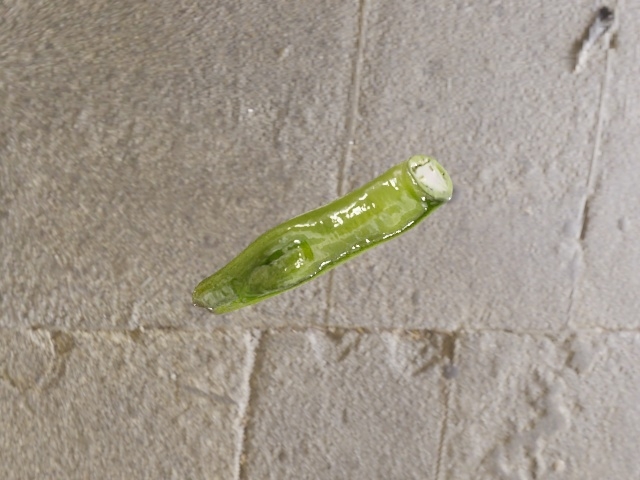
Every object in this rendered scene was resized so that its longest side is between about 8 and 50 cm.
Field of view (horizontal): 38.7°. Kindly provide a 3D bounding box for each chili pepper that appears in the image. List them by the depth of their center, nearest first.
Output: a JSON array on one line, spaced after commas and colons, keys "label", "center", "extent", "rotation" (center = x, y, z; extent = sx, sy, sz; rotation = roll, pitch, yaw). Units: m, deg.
[{"label": "chili pepper", "center": [0.000, 0.000, 0.634], "extent": [0.201, 0.050, 0.052], "rotation": [-28, 123, 24]}]
